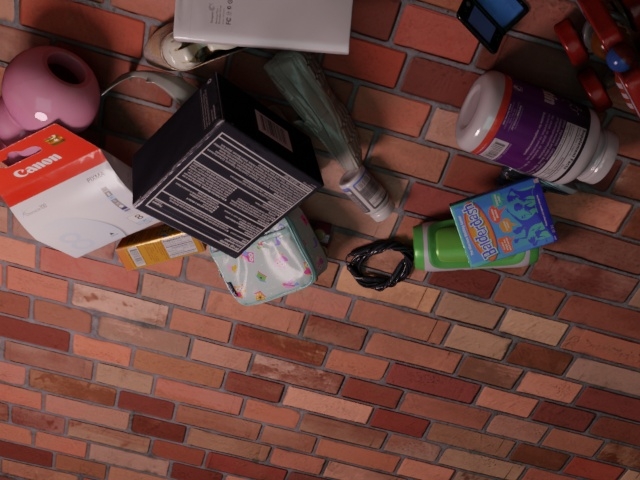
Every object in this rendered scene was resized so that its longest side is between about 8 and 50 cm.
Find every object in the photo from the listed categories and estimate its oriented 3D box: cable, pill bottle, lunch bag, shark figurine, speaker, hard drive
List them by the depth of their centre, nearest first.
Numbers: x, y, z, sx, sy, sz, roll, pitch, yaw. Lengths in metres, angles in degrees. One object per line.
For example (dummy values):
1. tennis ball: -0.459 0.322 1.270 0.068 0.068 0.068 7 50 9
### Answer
1. hard drive: -0.108 -0.506 1.403 0.353 0.047 0.233 5 94 2
2. pill bottle: 0.471 -0.234 1.522 0.323 0.181 0.181 19 124 -9
3. shark figurine: -0.329 -0.311 1.555 0.278 0.116 0.166 27 147 -19
4. pill bottle: 0.115 -0.113 1.700 0.078 0.078 0.137 -34 116 25
5. speaker: 0.380 0.009 1.733 0.296 0.131 0.131 -3 124 7
6. lunch bag: -0.142 0.034 1.759 0.279 0.108 0.224 -19 105 30
7. cable: 0.166 0.068 1.840 0.184 0.047 0.150 -21 121 18

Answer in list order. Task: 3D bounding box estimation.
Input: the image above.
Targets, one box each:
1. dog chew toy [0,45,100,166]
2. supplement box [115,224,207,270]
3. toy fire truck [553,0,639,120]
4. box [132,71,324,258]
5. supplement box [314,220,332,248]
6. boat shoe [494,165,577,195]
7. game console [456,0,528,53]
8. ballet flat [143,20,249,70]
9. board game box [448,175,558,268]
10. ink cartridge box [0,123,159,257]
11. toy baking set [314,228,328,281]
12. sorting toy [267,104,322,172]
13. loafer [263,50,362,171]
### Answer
1. dog chew toy: -0.640 -0.281 1.584 0.206 0.206 0.332 36 128 -19
2. supplement box: -0.410 0.008 1.831 0.233 0.078 0.080 -12 120 12
3. toy fire truck: 0.598 -0.353 1.383 0.169 0.254 0.302 -28 118 22
4. box: -0.208 -0.155 1.534 0.294 0.183 0.296 -38 133 24
5. supplement box: 0.000 0.000 1.803 0.043 0.055 0.083 12 124 -4
6. boat shoe: 0.511 -0.134 1.664 0.183 0.065 0.083 23 124 -2
7. game console: 0.355 -0.468 1.439 0.122 0.107 0.071 39 148 -20
8. ballet flat: -0.248 -0.427 1.495 0.316 0.106 0.107 -16 123 16
9. board game box: 0.424 -0.043 1.628 0.210 0.047 0.160 -20 99 12
10. ink cartridge box: -0.596 -0.102 1.655 0.308 0.091 0.385 -21 153 19
11. toy baking set: -0.085 -0.003 1.800 0.256 0.030 0.197 41 124 3
12. sorting toy: -0.128 -0.194 1.678 0.193 0.038 0.208 -28 111 22
13. loafer: -0.010 -0.288 1.578 0.111 0.112 0.319 -22 112 25
